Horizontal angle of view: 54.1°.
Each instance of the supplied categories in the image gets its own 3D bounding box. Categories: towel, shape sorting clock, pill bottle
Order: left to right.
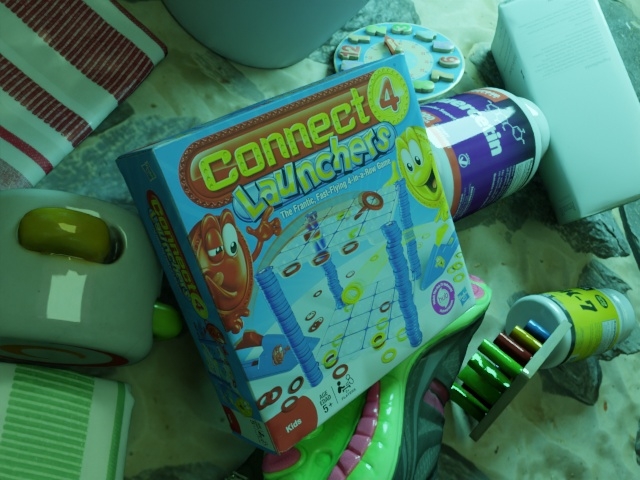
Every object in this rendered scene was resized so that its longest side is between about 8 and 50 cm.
[{"bbox_3d":[-0.347,0.232,0.577,0.325,0.038,0.248,13,67,-28],"label":"towel"},{"bbox_3d":[-0.356,-0.208,0.717,0.237,0.037,0.329,42,57,-15],"label":"towel"},{"bbox_3d":[0.124,-0.285,0.990,0.206,0.040,0.206,-3,51,4],"label":"shape sorting clock"},{"bbox_3d":[0.211,-0.130,0.964,0.323,0.181,0.181,-24,88,-36],"label":"pill bottle"},{"bbox_3d":[0.421,0.139,1.047,0.208,0.119,0.119,-4,77,-34],"label":"pill bottle"}]

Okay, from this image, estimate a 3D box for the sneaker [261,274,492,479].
[{"bbox_3d":[0.085,0.194,0.808,0.483,0.185,0.202,-44,138,-43],"label":"sneaker"}]

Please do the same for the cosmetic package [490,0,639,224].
[{"bbox_3d":[0.443,-0.232,1.107,0.217,0.156,0.385,19,53,-77],"label":"cosmetic package"}]

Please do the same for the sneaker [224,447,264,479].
[{"bbox_3d":[-0.107,0.302,0.686,0.086,0.064,0.192,36,61,-24],"label":"sneaker"}]

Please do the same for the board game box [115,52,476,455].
[{"bbox_3d":[0.000,0.000,0.646,0.308,0.086,0.302,-30,109,-32],"label":"board game box"}]

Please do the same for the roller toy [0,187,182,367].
[{"bbox_3d":[-0.251,0.036,0.603,0.209,0.191,0.146,47,42,-63],"label":"roller toy"}]

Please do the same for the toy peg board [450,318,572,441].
[{"bbox_3d":[0.269,0.185,0.924,0.079,0.161,0.161,39,42,20],"label":"toy peg board"}]

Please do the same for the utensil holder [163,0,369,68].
[{"bbox_3d":[-0.019,-0.444,0.797,0.328,0.385,0.327,11,68,-29],"label":"utensil holder"}]
